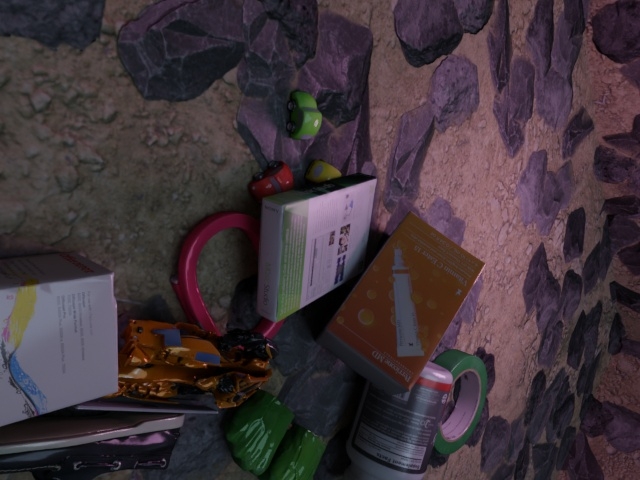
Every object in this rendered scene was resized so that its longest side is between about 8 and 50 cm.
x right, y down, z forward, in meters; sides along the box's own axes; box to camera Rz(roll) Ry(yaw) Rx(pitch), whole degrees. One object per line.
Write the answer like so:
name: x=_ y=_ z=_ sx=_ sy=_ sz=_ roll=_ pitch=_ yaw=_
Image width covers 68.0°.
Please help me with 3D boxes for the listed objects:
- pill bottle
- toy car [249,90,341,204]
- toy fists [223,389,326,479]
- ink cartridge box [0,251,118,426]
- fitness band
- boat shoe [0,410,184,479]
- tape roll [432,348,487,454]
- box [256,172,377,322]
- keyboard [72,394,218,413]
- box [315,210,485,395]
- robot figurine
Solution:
pill bottle: x=0.185 y=0.476 z=1.203 sx=0.210 sy=0.210 sz=0.363 roll=22 pitch=85 yaw=-43
toy car: x=-0.032 y=-0.187 z=0.960 sx=0.239 sy=0.053 sz=0.225 roll=-8 pitch=105 yaw=-42
toy fists: x=-0.101 y=0.442 z=1.011 sx=0.142 sy=0.096 sz=0.279 roll=-57 pitch=130 yaw=-31
ink cartridge box: x=-0.399 y=0.119 z=0.596 sx=0.232 sy=0.171 sz=0.168 roll=-7 pitch=103 yaw=-41
fitness band: x=-0.162 y=0.086 z=0.905 sx=0.209 sy=0.054 sz=0.291 roll=-38 pitch=124 yaw=-34
boat shoe: x=-0.366 y=0.327 z=0.715 sx=0.340 sy=0.127 sz=0.113 roll=15 pitch=78 yaw=-54
tape roll: x=0.421 y=0.514 z=1.523 sx=0.321 sy=0.077 sz=0.321 roll=-10 pitch=106 yaw=-41
box: x=0.000 y=0.000 z=0.961 sx=0.322 sy=0.058 sz=0.232 roll=-24 pitch=126 yaw=-52
keyboard: x=-0.296 y=0.280 z=0.805 sx=0.256 sy=0.072 sz=0.014 roll=22 pitch=79 yaw=-43
box: x=0.180 y=0.144 z=1.087 sx=0.215 sy=0.168 sz=0.345 roll=35 pitch=68 yaw=5
robot figurine: x=-0.213 y=0.219 z=0.808 sx=0.291 sy=0.085 sz=0.211 roll=21 pitch=127 yaw=-36
